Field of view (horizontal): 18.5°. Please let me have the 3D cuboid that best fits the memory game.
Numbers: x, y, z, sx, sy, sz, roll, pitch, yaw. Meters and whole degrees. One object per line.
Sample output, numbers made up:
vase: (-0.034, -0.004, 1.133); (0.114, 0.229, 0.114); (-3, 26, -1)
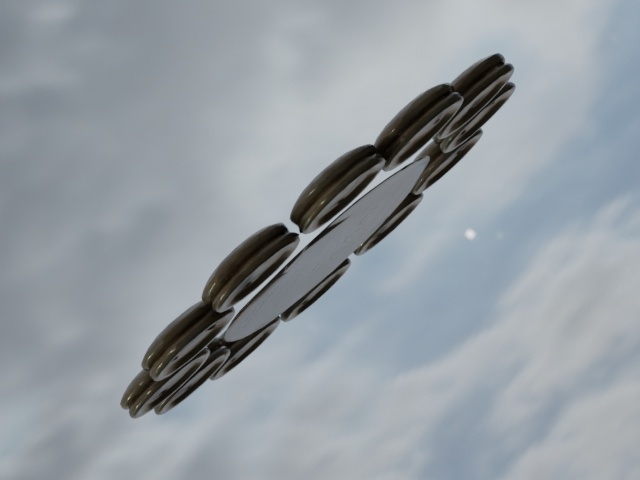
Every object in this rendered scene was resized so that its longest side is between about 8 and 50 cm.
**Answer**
memory game: (0.000, 0.000, 0.706); (0.186, 0.012, 0.186); (-41, -7, -6)
